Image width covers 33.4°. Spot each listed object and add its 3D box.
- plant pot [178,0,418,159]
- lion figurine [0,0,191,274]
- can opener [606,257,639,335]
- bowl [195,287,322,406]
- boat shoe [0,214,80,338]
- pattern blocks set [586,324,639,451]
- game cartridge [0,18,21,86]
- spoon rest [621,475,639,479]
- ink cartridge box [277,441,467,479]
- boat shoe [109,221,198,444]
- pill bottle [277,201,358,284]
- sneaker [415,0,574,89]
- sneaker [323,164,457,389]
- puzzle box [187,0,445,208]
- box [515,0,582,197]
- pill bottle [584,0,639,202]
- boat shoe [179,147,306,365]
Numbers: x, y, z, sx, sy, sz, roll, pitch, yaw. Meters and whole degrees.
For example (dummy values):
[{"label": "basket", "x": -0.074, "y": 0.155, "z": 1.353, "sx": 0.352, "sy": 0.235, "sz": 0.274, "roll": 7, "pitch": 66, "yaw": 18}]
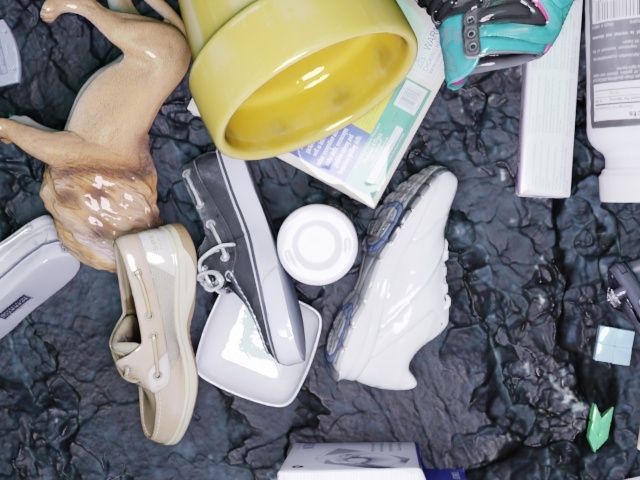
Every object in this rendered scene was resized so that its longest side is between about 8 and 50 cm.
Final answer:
[{"label": "plant pot", "x": -0.054, "y": -0.256, "z": 1.203, "sx": 0.254, "sy": 0.254, "sz": 0.239, "roll": -29, "pitch": 76, "yaw": 4}, {"label": "lion figurine", "x": -0.251, "y": -0.166, "z": 1.313, "sx": 0.240, "sy": 0.142, "sz": 0.392, "roll": 24, "pitch": 92, "yaw": -2}, {"label": "can opener", "x": 0.407, "y": 0.105, "z": 1.303, "sx": 0.073, "sy": 0.059, "sz": 0.186, "roll": -24, "pitch": 65, "yaw": 4}, {"label": "bowl", "x": -0.077, "y": 0.129, "z": 1.362, "sx": 0.141, "sy": 0.053, "sz": 0.142, "roll": 22, "pitch": 93, "yaw": 2}, {"label": "boat shoe", "x": -0.432, "y": 0.067, "z": 1.362, "sx": 0.267, "sy": 0.096, "sz": 0.088, "roll": -38, "pitch": 62, "yaw": 10}, {"label": "pattern blocks set", "x": 0.502, "y": 0.211, "z": 1.349, "sx": 0.324, "sy": 0.026, "sz": 0.286, "roll": -1, "pitch": 93, "yaw": 4}, {"label": "game cartridge", "x": -0.417, "y": -0.240, "z": 1.378, "sx": 0.055, "sy": 0.017, "sz": 0.083, "roll": -12, "pitch": 93, "yaw": 7}, {"label": "spoon rest", "x": 0.439, "y": 0.336, "z": 1.325, "sx": 0.276, "sy": 0.084, "sz": 0.137, "roll": -36, "pitch": 93, "yaw": 26}, {"label": "ink cartridge box", "x": 0.068, "y": 0.275, "z": 1.277, "sx": 0.223, "sy": 0.223, "sz": 0.045, "roll": -1, "pitch": 87, "yaw": 3}, {"label": "boat shoe", "x": -0.211, "y": 0.123, "z": 1.300, "sx": 0.098, "sy": 0.109, "sz": 0.302, "roll": -10, "pitch": 122, "yaw": -28}, {"label": "pill bottle", "x": 0.000, "y": 0.000, "z": 1.292, "sx": 0.094, "sy": 0.169, "sz": 0.094, "roll": 0, "pitch": 94, "yaw": 2}, {"label": "sneaker", "x": 0.147, "y": -0.271, "z": 1.246, "sx": 0.295, "sy": 0.124, "sz": 0.179, "roll": 11, "pitch": 88, "yaw": 6}, {"label": "sneaker", "x": 0.108, "y": 0.050, "z": 1.336, "sx": 0.129, "sy": 0.111, "sz": 0.297, "roll": 21, "pitch": 98, "yaw": -14}, {"label": "puzzle box", "x": 0.043, "y": -0.279, "z": 1.333, "sx": 0.272, "sy": 0.052, "sz": 0.409, "roll": 29, "pitch": 94, "yaw": 1}, {"label": "box", "x": 0.283, "y": -0.215, "z": 1.318, "sx": 0.067, "sy": 0.063, "sz": 0.324, "roll": 2, "pitch": 93, "yaw": 5}, {"label": "pill bottle", "x": 0.397, "y": -0.186, "z": 1.265, "sx": 0.162, "sy": 0.162, "sz": 0.279, "roll": -2, "pitch": 94, "yaw": 3}, {"label": "boat shoe", "x": -0.101, "y": 0.021, "z": 1.285, "sx": 0.104, "sy": 0.113, "sz": 0.306, "roll": -21, "pitch": 68, "yaw": 2}]
